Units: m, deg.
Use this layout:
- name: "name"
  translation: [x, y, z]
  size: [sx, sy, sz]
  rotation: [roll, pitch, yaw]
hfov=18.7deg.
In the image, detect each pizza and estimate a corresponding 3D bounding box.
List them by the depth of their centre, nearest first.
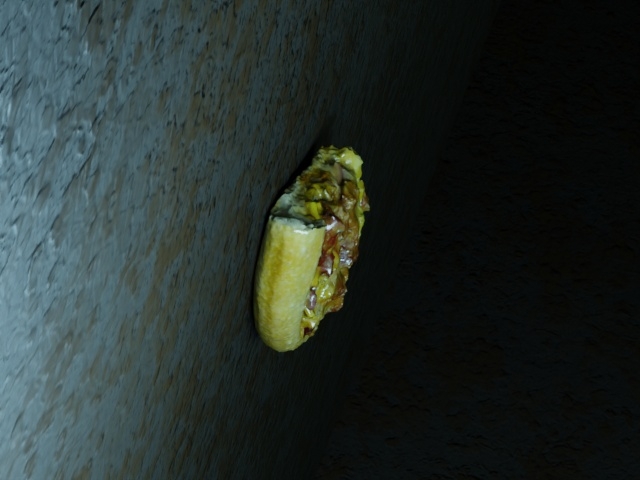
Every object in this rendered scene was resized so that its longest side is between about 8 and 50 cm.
- name: "pizza"
  translation: [0.000, 0.000, 1.958]
  size: [0.289, 0.081, 0.228]
  rotation: [91, 17, -63]
